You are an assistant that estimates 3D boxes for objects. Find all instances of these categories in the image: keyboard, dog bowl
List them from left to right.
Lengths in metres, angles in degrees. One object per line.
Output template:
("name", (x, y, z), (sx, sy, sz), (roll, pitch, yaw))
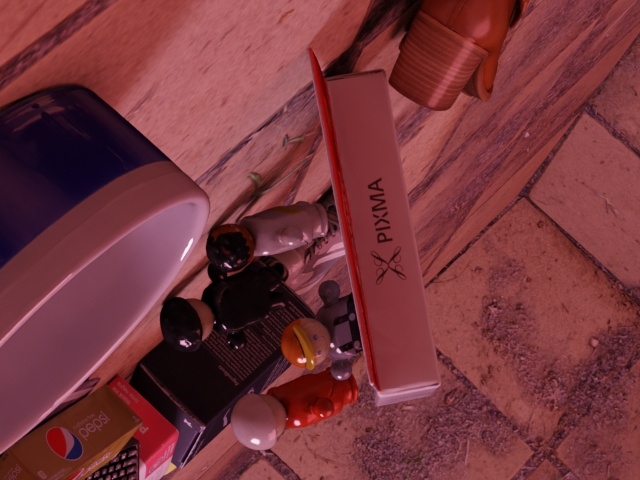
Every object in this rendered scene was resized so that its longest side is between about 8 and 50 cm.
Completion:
("dog bowl", (-0.196, 0.034, 1.047), (0.265, 0.104, 0.265), (-45, 172, -9))
("keyboard", (-0.259, 0.273, 1.746), (0.180, 0.023, 0.108), (-15, 120, -42))

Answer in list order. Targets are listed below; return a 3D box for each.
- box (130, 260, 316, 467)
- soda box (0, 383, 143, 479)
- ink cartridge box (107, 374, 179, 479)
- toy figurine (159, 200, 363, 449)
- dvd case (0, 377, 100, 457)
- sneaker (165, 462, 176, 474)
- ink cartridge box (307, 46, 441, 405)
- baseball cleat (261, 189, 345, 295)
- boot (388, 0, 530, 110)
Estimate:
("box", (-0.121, 0.148, 2.009), (0.207, 0.108, 0.153), (-41, 171, -30))
("soda box", (-0.251, 0.208, 1.668), (0.061, 0.058, 0.181), (-50, 172, 28))
("ink cartridge box", (-0.278, 0.283, 1.883), (0.237, 0.100, 0.172), (-44, 170, -22))
("toy figurine", (-0.047, 0.082, 1.722), (0.148, 0.213, 0.209), (-20, 155, -35))
("dvd case", (-0.316, 0.217, 1.657), (0.221, 0.018, 0.164), (-48, 172, 8))
("sneaker", (-0.253, 0.270, 2.100), (0.240, 0.091, 0.126), (-42, 153, -27))
("ink cartridge box", (0.051, -0.008, 1.523), (0.066, 0.296, 0.261), (-10, 171, 1))
("baseball cleat", (0.000, 0.000, 2.044), (0.206, 0.072, 0.109), (-54, 163, 24))
("boot", (0.158, -0.246, 1.599), (0.220, 0.109, 0.283), (-60, 170, 18))
